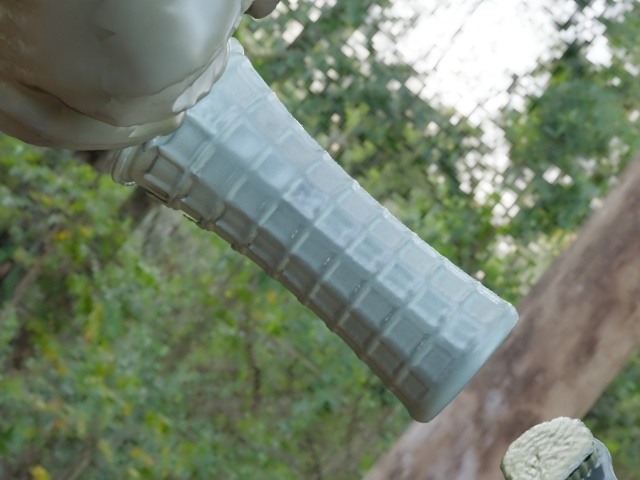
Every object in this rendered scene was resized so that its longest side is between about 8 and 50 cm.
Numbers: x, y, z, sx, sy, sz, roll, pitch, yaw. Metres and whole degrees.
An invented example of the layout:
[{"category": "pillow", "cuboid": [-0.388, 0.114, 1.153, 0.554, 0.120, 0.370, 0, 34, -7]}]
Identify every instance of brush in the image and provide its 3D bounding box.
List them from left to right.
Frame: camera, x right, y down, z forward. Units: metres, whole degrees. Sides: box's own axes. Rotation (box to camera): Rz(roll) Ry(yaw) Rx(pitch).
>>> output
[{"category": "brush", "cuboid": [0.188, 0.151, 0.725, 0.266, 0.062, 0.027, 23, -32, 51]}]

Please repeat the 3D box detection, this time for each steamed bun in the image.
[{"category": "steamed bun", "cuboid": [-0.077, -0.142, 0.470, 0.211, 0.144, 0.218, 29, -51, 39]}]

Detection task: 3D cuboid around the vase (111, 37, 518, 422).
[{"category": "vase", "cuboid": [0.000, 0.000, 1.095, 0.299, 0.143, 0.143, 42, -5, 5]}]
